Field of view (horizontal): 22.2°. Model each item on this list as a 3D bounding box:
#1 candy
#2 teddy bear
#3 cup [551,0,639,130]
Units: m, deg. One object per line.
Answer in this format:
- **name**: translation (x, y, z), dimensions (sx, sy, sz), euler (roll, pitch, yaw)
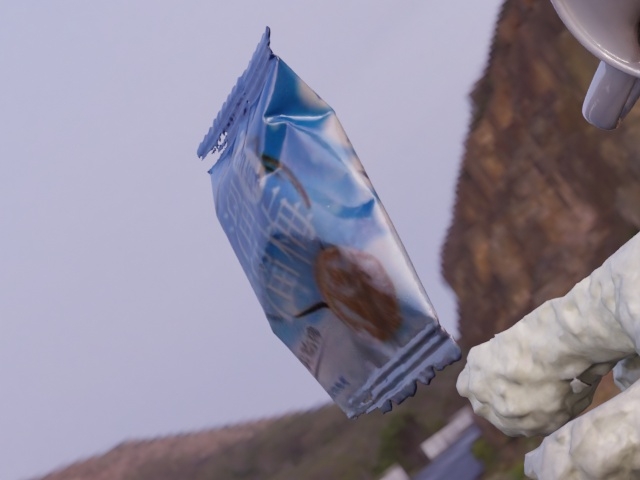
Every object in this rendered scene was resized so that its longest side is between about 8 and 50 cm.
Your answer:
- **candy**: translation (0.000, 0.000, 0.589), dimensions (0.038, 0.136, 0.088), euler (-21, -17, -34)
- **teddy bear**: translation (0.285, 0.155, 0.986), dimensions (0.327, 0.362, 0.375), euler (-2, -30, -26)
- **cup**: translation (0.136, -0.117, 0.625), dimensions (0.136, 0.099, 0.133), euler (-34, 8, 35)
